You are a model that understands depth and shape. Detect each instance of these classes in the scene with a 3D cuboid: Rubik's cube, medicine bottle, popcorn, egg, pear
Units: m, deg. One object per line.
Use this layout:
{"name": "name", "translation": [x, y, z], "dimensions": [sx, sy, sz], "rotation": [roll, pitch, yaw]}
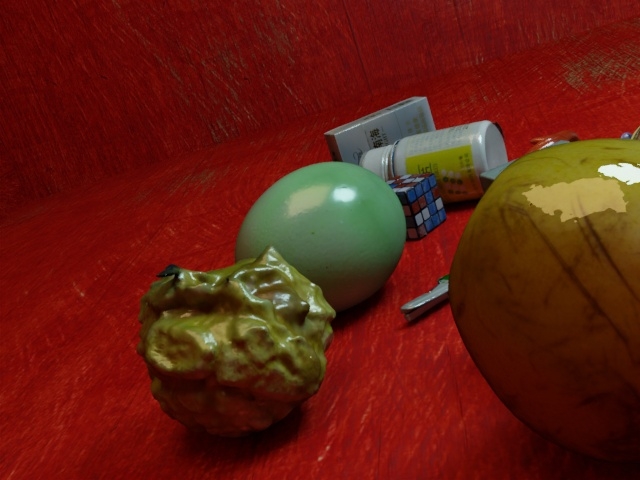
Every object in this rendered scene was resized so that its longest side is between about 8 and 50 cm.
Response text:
{"name": "Rubik's cube", "translation": [0.154, -0.060, 1.472], "dimensions": [0.092, 0.092, 0.092], "rotation": [-2, 24, 45]}
{"name": "medicine bottle", "translation": [0.212, -0.135, 1.560], "dimensions": [0.258, 0.143, 0.143], "rotation": [-8, 20, 31]}
{"name": "popcorn", "translation": [-0.106, 0.113, 0.995], "dimensions": [0.249, 0.225, 0.249], "rotation": [-25, 10, 5]}
{"name": "egg", "translation": [0.000, 0.000, 1.229], "dimensions": [0.270, 0.220, 0.220], "rotation": [-26, 18, -23]}
{"name": "pear", "translation": [0.248, 0.045, 0.715], "dimensions": [0.281, 0.280, 0.280], "rotation": [-17, 17, 5]}

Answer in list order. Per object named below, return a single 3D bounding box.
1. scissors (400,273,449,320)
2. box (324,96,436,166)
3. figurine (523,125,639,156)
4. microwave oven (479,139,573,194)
{"name": "scissors", "translation": [0.191, 0.062, 1.167], "dimensions": [0.204, 0.027, 0.101], "rotation": [-28, 16, -34]}
{"name": "box", "translation": [0.144, -0.211, 1.853], "dimensions": [0.243, 0.155, 0.067], "rotation": [-26, 17, -17]}
{"name": "figurine", "translation": [0.386, -0.091, 1.201], "dimensions": [0.257, 0.181, 0.208], "rotation": [-5, 50, 57]}
{"name": "microwave oven", "translation": [0.286, 0.007, 0.925], "dimensions": [0.123, 0.208, 0.162], "rotation": [-22, 17, -11]}
